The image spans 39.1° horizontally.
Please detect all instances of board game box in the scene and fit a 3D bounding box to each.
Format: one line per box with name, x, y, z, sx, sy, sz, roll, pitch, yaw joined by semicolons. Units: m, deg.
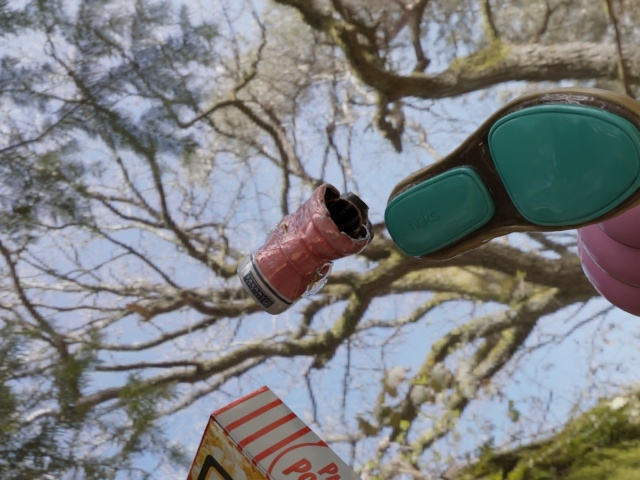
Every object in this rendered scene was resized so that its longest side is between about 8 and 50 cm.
board game box;-0.024;0.198;0.482;0.045;0.146;0.194;-20;-38;-47

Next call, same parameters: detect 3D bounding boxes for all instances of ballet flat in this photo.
ballet flat;0.121;-0.043;0.530;0.073;0.232;0.080;-26;-86;-30
ballet flat;0.032;-0.020;1.084;0.057;0.173;0.049;43;-95;12

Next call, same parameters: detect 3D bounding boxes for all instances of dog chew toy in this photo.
dog chew toy;0.385;-0.027;1.027;0.332;0.206;0.207;33;-119;-60

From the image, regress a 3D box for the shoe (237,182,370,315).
shoe;0.000;0.000;0.677;0.063;0.081;0.178;51;-166;-1
